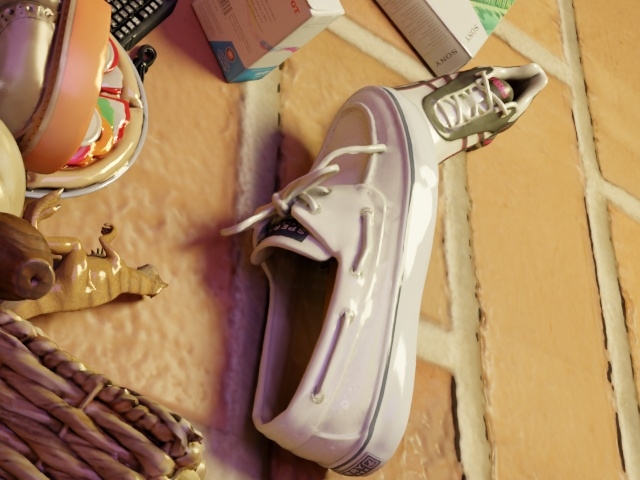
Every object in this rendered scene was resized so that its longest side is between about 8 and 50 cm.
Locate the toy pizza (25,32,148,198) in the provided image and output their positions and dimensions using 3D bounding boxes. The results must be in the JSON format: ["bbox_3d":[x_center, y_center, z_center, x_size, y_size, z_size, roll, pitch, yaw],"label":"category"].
[{"bbox_3d":[-0.220,-0.122,0.867,0.201,0.032,0.201,18,53,-25],"label":"toy pizza"}]

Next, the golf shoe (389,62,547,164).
[{"bbox_3d":[0.131,-0.137,1.204,0.273,0.120,0.105,-28,89,-49],"label":"golf shoe"}]

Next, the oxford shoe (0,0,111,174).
[{"bbox_3d":[-0.219,-0.231,0.802,0.133,0.130,0.364,15,60,-35],"label":"oxford shoe"}]

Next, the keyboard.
[{"bbox_3d":[-0.179,-0.181,0.985,0.108,0.023,0.180,48,41,-12],"label":"keyboard"}]

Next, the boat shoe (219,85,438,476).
[{"bbox_3d":[-0.006,0.004,0.974,0.156,0.136,0.367,25,59,-30],"label":"boat shoe"}]

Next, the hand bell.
[{"bbox_3d":[-0.186,-0.006,0.614,0.126,0.242,0.126,-8,107,-28],"label":"hand bell"}]

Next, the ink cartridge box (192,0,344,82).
[{"bbox_3d":[-0.049,-0.213,1.061,0.052,0.122,0.088,-15,77,-49],"label":"ink cartridge box"}]

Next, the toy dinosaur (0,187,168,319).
[{"bbox_3d":[-0.183,0.028,0.812,0.211,0.064,0.112,-21,83,-50],"label":"toy dinosaur"}]

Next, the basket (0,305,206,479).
[{"bbox_3d":[-0.236,0.128,0.568,0.299,0.213,0.223,32,69,2],"label":"basket"}]

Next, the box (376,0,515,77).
[{"bbox_3d":[0.099,-0.369,1.369,0.322,0.058,0.232,50,40,-11],"label":"box"}]
